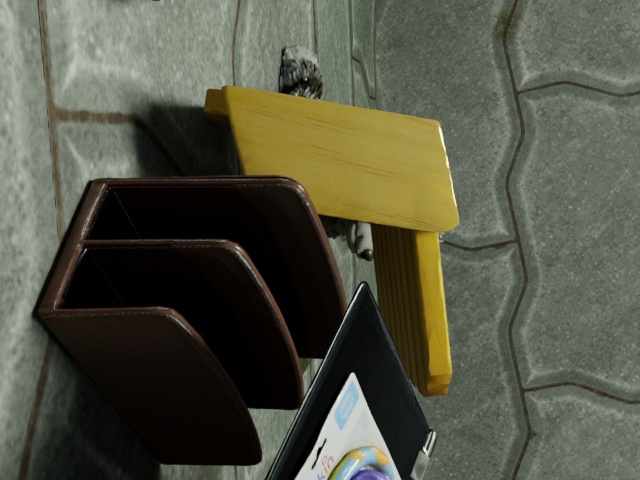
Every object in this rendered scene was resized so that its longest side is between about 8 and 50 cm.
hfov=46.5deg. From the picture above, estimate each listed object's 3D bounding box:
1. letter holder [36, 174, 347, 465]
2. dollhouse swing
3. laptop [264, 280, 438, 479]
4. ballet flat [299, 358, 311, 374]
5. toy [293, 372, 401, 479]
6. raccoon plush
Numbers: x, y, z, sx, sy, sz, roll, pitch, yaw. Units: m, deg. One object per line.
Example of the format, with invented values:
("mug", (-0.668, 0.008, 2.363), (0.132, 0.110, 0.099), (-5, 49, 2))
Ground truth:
("letter holder", (-0.090, 0.093, 0.728), (0.302, 0.214, 0.152), (75, 18, -49))
("dollhouse swing", (0.000, 0.000, 0.921), (0.347, 0.315, 0.305), (-137, -124, -81))
("laptop", (-0.068, 0.290, 0.689), (0.236, 0.408, 0.382), (40, 58, -18))
("ballet flat", (-0.054, 0.146, 1.162), (0.348, 0.123, 0.123), (-40, 128, -75))
("toy", (0.047, 0.235, 0.594), (0.137, 0.056, 0.237), (-57, 142, -37))
("raccoon plush", (0.058, -0.168, 1.238), (0.216, 0.299, 0.447), (56, 35, -68))
